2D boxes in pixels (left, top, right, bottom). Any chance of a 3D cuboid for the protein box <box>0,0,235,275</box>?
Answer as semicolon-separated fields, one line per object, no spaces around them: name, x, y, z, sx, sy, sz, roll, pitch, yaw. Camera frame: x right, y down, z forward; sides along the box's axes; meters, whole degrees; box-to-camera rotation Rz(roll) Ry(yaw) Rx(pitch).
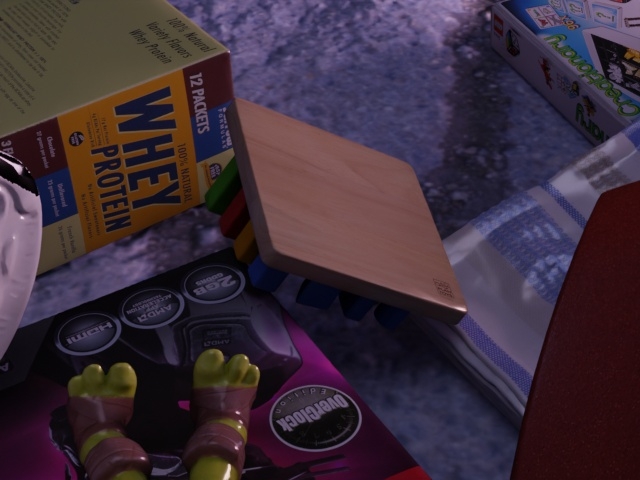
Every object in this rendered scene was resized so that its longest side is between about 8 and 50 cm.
protein box;-0.203;-0.106;1.101;0.201;0.136;0.200;-25;43;-24

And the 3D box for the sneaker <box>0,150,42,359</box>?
sneaker;-0.328;0.065;0.813;0.236;0.130;0.323;20;82;38

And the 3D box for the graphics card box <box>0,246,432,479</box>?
graphics card box;-0.065;0.169;0.788;0.232;0.094;0.371;-22;42;-21

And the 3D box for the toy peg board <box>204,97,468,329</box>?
toy peg board;0.000;0.000;0.939;0.161;0.079;0.161;18;36;-30

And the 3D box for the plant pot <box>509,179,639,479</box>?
plant pot;0.237;0.124;0.588;0.236;0.267;0.267;-52;16;-29

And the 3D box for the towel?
towel;0.209;0.016;0.961;0.285;0.034;0.209;-30;46;-12

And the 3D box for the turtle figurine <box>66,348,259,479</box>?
turtle figurine;-0.059;0.146;0.673;0.269;0.087;0.217;-16;33;0

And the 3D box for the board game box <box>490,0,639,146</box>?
board game box;0.307;-0.147;1.181;0.193;0.053;0.305;-17;41;-15
